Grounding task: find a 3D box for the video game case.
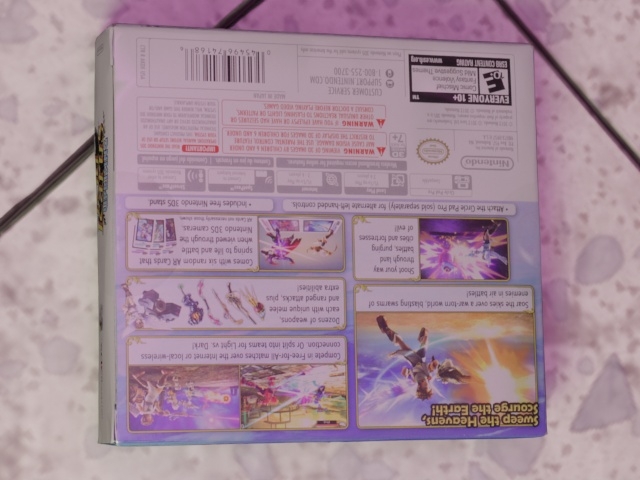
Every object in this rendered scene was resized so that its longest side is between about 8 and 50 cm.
[{"bbox_3d":[0.000,0.000,1.119,0.269,0.061,0.244,1,82,-17],"label":"video game case"}]
